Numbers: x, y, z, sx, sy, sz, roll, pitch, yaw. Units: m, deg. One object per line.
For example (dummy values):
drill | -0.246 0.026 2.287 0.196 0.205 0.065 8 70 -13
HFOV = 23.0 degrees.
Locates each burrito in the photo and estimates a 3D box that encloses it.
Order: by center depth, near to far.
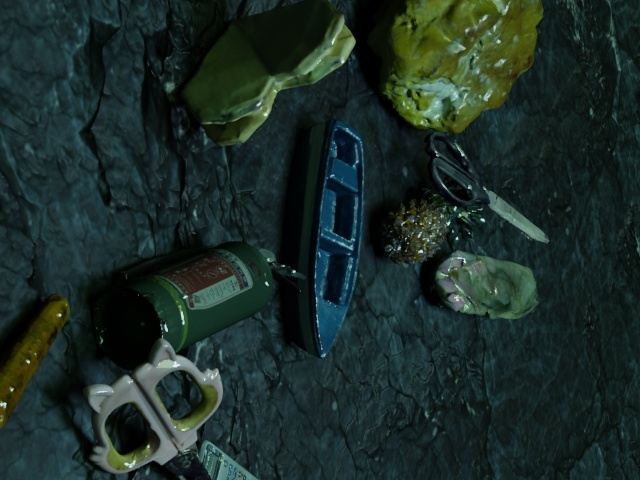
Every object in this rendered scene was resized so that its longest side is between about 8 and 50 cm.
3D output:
burrito | 0.243 0.070 2.313 0.309 0.066 0.096 7 80 -60

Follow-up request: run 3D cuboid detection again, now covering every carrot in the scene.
carrot | -0.287 0.117 1.502 0.042 0.042 0.171 64 37 -32

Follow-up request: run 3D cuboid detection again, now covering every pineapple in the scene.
pineapple | 0.147 -0.018 2.150 0.221 0.083 0.103 -30 96 -54

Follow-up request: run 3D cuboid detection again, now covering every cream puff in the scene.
cream puff | 0.169 -0.283 2.147 0.282 0.185 0.282 -35 152 -22

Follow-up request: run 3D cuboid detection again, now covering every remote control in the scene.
remote control | -0.108 0.273 1.787 0.124 0.018 0.053 47 49 -45

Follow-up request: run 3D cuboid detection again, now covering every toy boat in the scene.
toy boat | 0.000 0.000 1.940 0.096 0.061 0.299 28 63 -54

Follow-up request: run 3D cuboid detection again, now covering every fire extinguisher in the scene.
fire extinguisher | -0.123 0.054 1.716 0.294 0.118 0.093 -24 143 -56

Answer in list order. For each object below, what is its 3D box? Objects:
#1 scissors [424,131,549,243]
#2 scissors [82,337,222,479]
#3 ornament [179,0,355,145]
scissors | 0.239 -0.058 2.213 0.300 0.022 0.109 33 43 -43
scissors | -0.154 0.221 1.665 0.160 0.024 0.317 -34 139 -11
ornament | -0.069 -0.210 1.779 0.059 0.201 0.180 53 2 -40
